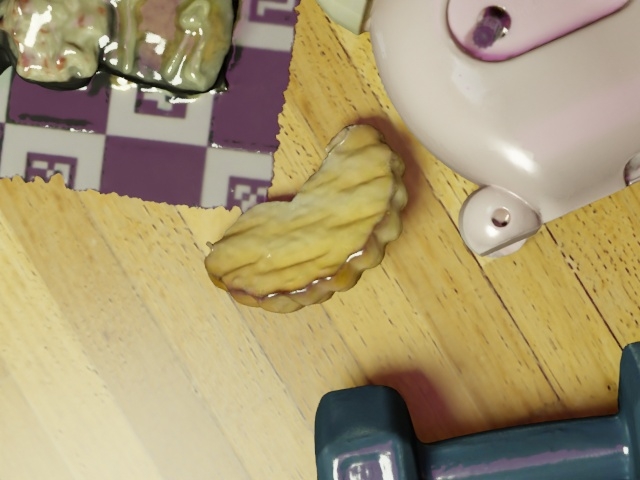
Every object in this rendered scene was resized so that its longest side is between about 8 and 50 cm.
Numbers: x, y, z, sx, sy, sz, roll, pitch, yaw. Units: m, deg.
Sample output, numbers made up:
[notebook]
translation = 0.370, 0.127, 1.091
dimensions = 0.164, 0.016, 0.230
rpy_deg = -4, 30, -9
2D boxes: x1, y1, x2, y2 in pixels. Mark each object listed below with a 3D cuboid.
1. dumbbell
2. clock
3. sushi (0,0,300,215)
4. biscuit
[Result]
[dumbbell]
translation = 0.158, 0.171, 1.413
dimensions = 0.325, 0.160, 0.144
rpy_deg = -8, 57, 3
[clock]
translation = 0.182, -0.185, 1.406
dimensions = 0.342, 0.184, 0.326
rpy_deg = -23, 84, -2
[sushi]
translation = -0.206, -0.187, 1.455
dimensions = 0.373, 0.100, 0.296
rpy_deg = 10, 90, 3
[biscuit]
translation = 0.000, 0.000, 1.459
dimensions = 0.183, 0.061, 0.118
rpy_deg = -36, 52, 3
